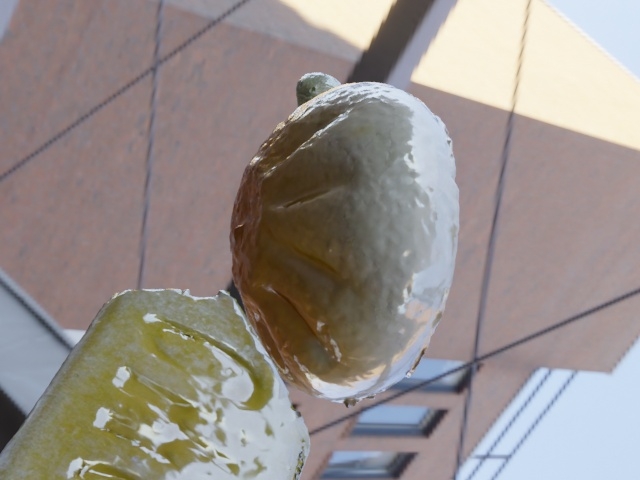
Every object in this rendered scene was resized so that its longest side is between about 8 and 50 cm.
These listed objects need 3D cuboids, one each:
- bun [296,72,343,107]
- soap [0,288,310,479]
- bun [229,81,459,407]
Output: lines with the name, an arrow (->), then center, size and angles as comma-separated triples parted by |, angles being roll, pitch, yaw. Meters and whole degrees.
bun -> 0.010, -0.170, 1.585 | 0.069, 0.115, 0.115 | -8, -106, 10
soap -> -0.099, 0.135, 0.704 | 0.080, 0.160, 0.257 | -56, -174, 38
bun -> 0.000, 0.000, 1.086 | 0.299, 0.164, 0.299 | -173, -90, -74
